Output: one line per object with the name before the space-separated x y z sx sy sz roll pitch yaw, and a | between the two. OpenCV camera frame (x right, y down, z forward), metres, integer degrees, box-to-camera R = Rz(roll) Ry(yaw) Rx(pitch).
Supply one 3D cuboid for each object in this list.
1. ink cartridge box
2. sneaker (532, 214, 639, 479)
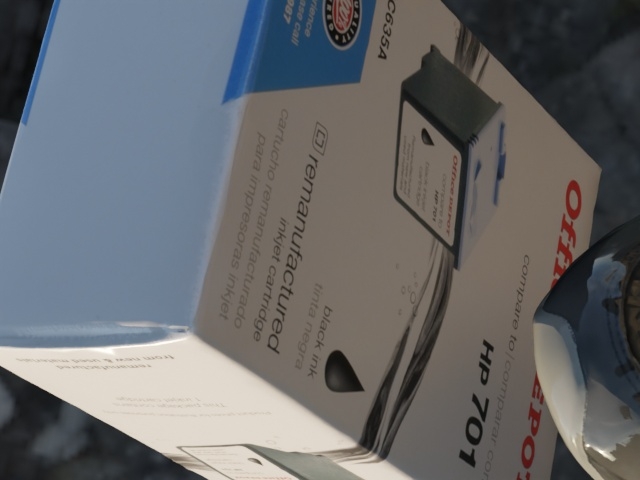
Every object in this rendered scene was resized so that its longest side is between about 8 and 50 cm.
ink cartridge box | 0.000 0.000 0.567 0.082 0.191 0.139 -3 65 35
sneaker | 0.181 0.009 0.511 0.106 0.267 0.101 128 131 -57
